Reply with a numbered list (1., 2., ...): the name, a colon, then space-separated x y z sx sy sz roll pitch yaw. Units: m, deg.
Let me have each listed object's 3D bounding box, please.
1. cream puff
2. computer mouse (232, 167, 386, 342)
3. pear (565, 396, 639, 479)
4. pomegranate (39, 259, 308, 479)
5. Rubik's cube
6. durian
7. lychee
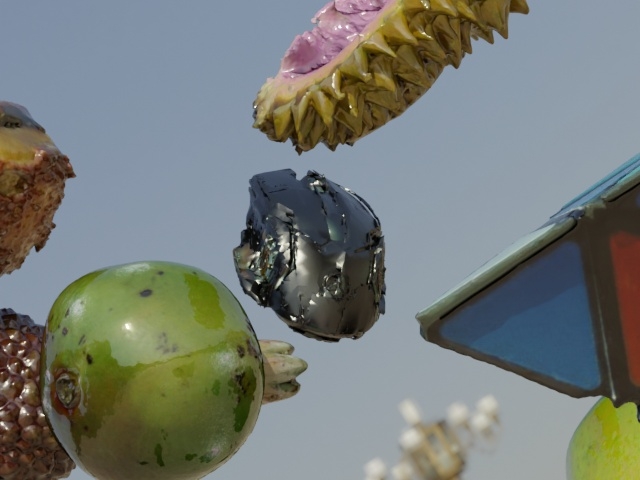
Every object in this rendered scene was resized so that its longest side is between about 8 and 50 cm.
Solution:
1. cream puff: -0.328 -0.035 1.564 0.240 0.164 0.240 -19 -5 -2
2. computer mouse: 0.000 0.000 1.648 0.146 0.241 0.077 16 -58 -22
3. pear: 0.354 0.177 1.537 0.399 0.165 0.399 -25 -32 -17
4. pomegranate: -0.104 0.097 1.370 0.210 0.180 0.180 -4 -30 -35
5. Rubik's cube: 0.146 -0.011 0.807 0.234 0.250 0.284 -15 -58 -5
6. durian: 0.090 -0.177 1.446 0.191 0.112 0.341 -15 26 45
7. lychee: -0.284 0.151 1.563 0.188 0.188 0.188 -29 -18 -10
